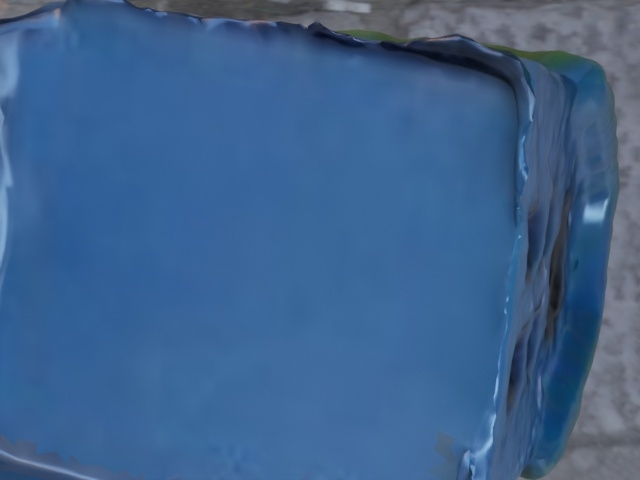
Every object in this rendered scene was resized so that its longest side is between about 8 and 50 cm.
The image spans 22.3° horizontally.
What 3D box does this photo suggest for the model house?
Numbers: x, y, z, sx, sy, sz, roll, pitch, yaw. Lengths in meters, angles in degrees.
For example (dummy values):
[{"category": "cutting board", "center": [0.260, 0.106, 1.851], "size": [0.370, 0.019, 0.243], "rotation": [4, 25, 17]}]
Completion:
[{"category": "model house", "center": [0.000, 0.000, 0.734], "size": [0.237, 0.303, 0.215], "rotation": [8, 102, 19]}]
